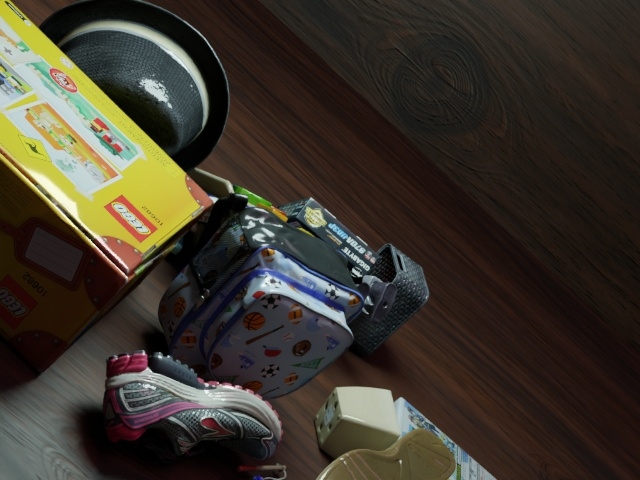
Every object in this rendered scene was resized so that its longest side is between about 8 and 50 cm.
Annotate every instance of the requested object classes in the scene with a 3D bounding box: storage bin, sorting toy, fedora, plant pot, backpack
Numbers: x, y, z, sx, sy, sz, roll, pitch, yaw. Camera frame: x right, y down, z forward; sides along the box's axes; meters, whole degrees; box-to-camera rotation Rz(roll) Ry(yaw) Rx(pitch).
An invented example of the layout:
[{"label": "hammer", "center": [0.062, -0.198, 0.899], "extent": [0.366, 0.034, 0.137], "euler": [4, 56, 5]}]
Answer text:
[{"label": "storage bin", "center": [0.105, 0.111, 2.260], "extent": [0.084, 0.180, 0.122], "euler": [35, 23, -25]}, {"label": "sorting toy", "center": [-0.080, -0.042, 1.957], "extent": [0.229, 0.041, 0.307], "euler": [33, -4, -29]}, {"label": "fedora", "center": [-0.312, -0.212, 1.885], "extent": [0.334, 0.334, 0.152], "euler": [40, 22, -15]}, {"label": "plant pot", "center": [0.052, 0.295, 1.934], "extent": [0.096, 0.109, 0.109], "euler": [22, 28, -21]}, {"label": "backpack", "center": [-0.095, 0.111, 1.765], "extent": [0.276, 0.263, 0.213], "euler": [32, 29, -33]}]

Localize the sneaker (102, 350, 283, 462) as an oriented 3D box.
[{"label": "sneaker", "center": [-0.173, 0.243, 1.608], "extent": [0.299, 0.120, 0.112], "euler": [28, 56, -41]}]

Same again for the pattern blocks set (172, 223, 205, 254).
[{"label": "pattern blocks set", "center": [-0.147, 0.058, 2.085], "extent": [0.325, 0.026, 0.285], "euler": [41, 16, -8]}]

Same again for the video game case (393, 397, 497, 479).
[{"label": "video game case", "center": [0.224, 0.446, 2.064], "extent": [0.300, 0.036, 0.329], "euler": [42, 21, -10]}]

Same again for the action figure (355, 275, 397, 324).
[{"label": "action figure", "center": [0.003, 0.067, 2.193], "extent": [0.185, 0.099, 0.285], "euler": [30, -3, -38]}]

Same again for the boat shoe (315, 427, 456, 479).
[{"label": "boat shoe", "center": [0.080, 0.373, 1.784], "extent": [0.122, 0.110, 0.341], "euler": [53, 29, 20]}]

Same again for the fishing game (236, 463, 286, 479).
[{"label": "fishing game", "center": [-0.015, 0.414, 1.663], "extent": [0.264, 0.041, 0.189], "euler": [51, 15, 23]}]

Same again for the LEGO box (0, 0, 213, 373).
[{"label": "LEGO box", "center": [-0.427, -0.116, 1.649], "extent": [0.500, 0.193, 0.372], "euler": [45, 20, -2]}]

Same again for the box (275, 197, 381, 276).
[{"label": "box", "center": [0.000, 0.000, 2.291], "extent": [0.175, 0.051, 0.220], "euler": [41, -14, -13]}]

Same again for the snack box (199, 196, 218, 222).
[{"label": "snack box", "center": [-0.237, -0.063, 2.063], "extent": [0.178, 0.022, 0.064], "euler": [12, 28, -20]}]

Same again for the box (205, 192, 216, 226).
[{"label": "box", "center": [-0.140, 0.004, 2.129], "extent": [0.136, 0.036, 0.225], "euler": [34, 19, -28]}]
